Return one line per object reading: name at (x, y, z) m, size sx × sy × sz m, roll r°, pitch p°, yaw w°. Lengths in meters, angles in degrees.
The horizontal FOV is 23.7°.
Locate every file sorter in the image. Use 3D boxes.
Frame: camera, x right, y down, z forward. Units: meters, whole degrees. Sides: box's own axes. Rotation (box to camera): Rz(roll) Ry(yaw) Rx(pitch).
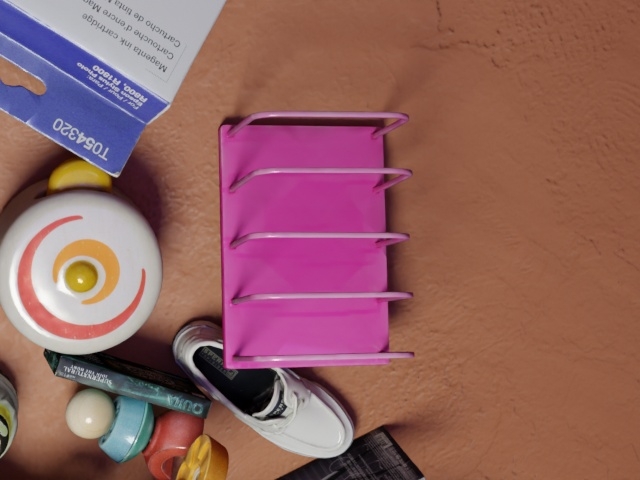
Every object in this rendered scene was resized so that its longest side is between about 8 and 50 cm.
file sorter at (0.000, 0.000, 1.753) m, size 0.202 × 0.182 × 0.290 m, roll 0°, pitch 85°, yaw -14°

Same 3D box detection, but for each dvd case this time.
dvd case at (0.007, 0.313, 1.872) m, size 0.221 × 0.164 × 0.018 m, roll -26°, pitch 111°, yaw -8°

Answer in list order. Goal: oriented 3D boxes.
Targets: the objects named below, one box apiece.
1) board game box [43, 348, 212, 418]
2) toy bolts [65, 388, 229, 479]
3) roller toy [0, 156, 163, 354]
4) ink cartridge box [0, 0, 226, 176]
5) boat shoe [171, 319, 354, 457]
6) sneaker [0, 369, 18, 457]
board game box at (-0.230, 0.162, 1.797) m, size 0.186 × 0.126 × 0.026 m, roll 19°, pitch 91°, yaw -17°
toy bolts at (-0.220, 0.254, 1.757) m, size 0.158 × 0.228 × 0.218 m, roll 23°, pitch 126°, yaw -19°
roller toy at (-0.278, 0.026, 1.743) m, size 0.191 × 0.146 × 0.209 m, roll 42°, pitch 89°, yaw -19°
ink cartridge box at (-0.273, -0.290, 1.667) m, size 0.324 × 0.071 × 0.330 m, roll 31°, pitch 73°, yaw -19°
boat shoe at (-0.062, 0.191, 1.867) m, size 0.267 × 0.088 × 0.096 m, roll 40°, pitch 90°, yaw -19°
sneaker at (-0.523, 0.269, 1.733) m, size 0.385 × 0.147 × 0.145 m, roll -33°, pitch 110°, yaw -4°
